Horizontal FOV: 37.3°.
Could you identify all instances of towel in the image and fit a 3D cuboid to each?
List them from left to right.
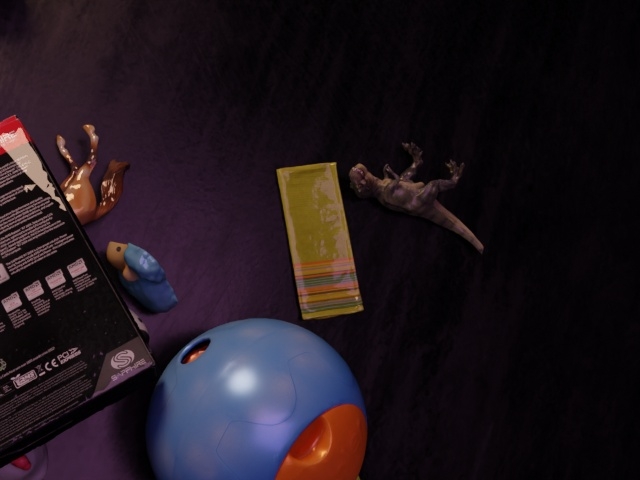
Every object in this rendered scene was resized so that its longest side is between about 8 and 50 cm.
[{"bbox_3d":[0.000,0.000,1.451,0.102,0.021,0.237,-8,85,-24],"label":"towel"}]

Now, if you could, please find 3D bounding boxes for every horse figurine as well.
[{"bbox_3d":[-0.382,-0.065,1.285,0.263,0.066,0.174,-5,77,-19],"label":"horse figurine"}]

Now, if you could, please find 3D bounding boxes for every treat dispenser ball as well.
[{"bbox_3d":[-0.082,0.245,1.238,0.288,0.288,0.288,3,81,-21],"label":"treat dispenser ball"}]

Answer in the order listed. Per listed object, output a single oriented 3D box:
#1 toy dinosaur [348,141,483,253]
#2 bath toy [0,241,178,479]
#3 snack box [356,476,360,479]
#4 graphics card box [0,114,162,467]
[{"bbox_3d":[0.163,-0.084,1.511,0.268,0.064,0.118,24,81,-19],"label":"toy dinosaur"},{"bbox_3d":[-0.331,0.165,1.237,0.151,0.129,0.348,39,71,-13],"label":"bath toy"},{"bbox_3d":[0.018,0.465,1.363,0.174,0.070,0.207,-29,93,-23],"label":"snack box"},{"bbox_3d":[-0.382,0.059,1.154,0.233,0.094,0.371,-30,76,-13],"label":"graphics card box"}]
